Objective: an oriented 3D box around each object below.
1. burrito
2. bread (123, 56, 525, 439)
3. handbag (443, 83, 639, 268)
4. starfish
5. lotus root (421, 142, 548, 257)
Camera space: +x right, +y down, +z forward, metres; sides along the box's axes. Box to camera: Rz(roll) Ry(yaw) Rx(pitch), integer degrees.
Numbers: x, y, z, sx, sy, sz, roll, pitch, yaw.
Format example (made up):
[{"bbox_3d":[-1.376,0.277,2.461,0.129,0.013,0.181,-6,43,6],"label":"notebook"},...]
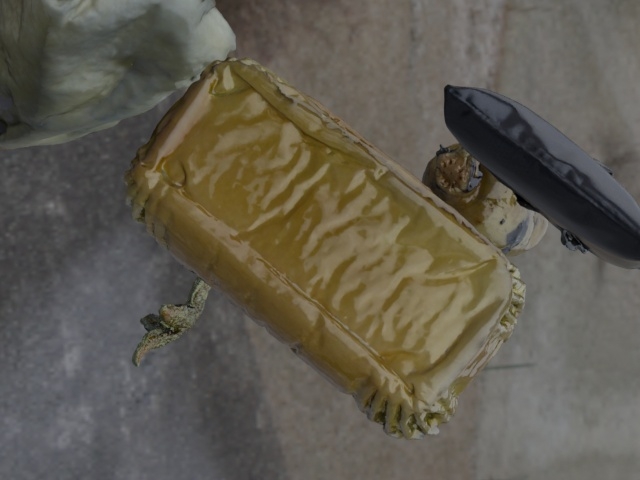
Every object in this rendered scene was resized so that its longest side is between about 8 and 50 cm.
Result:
[{"bbox_3d":[-0.223,-0.166,1.085,0.190,0.332,0.135,45,63,-20],"label":"burrito"},{"bbox_3d":[0.000,0.000,0.839,0.152,0.288,0.119,-52,171,0],"label":"bread"},{"bbox_3d":[0.239,-0.055,1.230,0.089,0.254,0.211,-51,162,5],"label":"handbag"},{"bbox_3d":[-0.165,0.075,1.532,0.053,0.176,0.208,41,12,-7],"label":"starfish"},{"bbox_3d":[0.216,-0.047,1.608,0.257,0.140,0.154,24,24,-50],"label":"lotus root"}]
